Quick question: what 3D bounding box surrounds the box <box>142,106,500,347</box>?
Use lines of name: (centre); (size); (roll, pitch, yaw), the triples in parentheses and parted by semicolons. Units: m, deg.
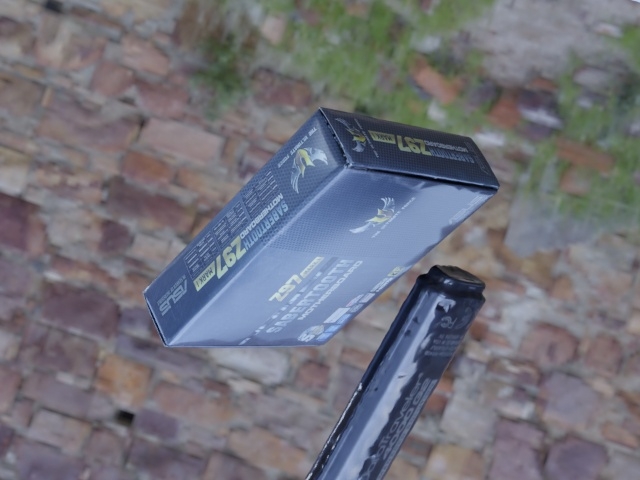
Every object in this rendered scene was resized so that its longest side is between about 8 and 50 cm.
box: (0.000, 0.000, 1.021); (0.183, 0.233, 0.059); (7, -132, -47)

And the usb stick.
usb stick: (0.041, 0.144, 1.021); (0.045, 0.278, 0.077); (38, -163, 34)
